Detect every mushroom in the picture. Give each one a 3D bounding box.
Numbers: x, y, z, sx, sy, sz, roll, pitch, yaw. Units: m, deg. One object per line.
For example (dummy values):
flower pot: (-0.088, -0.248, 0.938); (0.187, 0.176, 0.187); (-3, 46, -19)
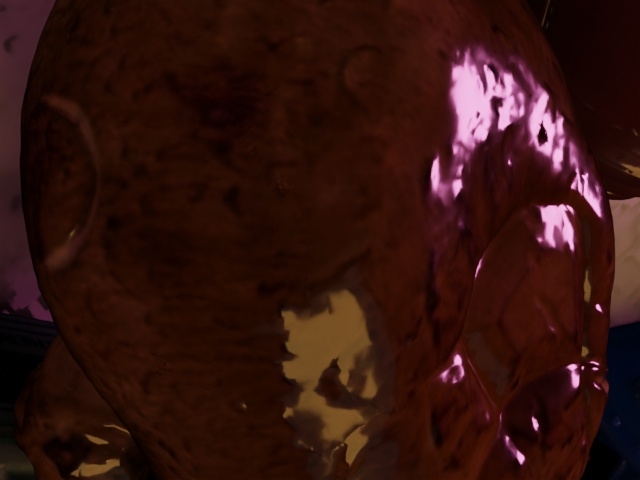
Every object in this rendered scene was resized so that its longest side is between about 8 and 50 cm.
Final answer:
mushroom: (0.012, 0.005, 0.465); (0.194, 0.138, 0.231); (-54, 146, -21)

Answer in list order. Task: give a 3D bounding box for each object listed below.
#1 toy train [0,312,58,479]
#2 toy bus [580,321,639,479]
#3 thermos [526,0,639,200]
toy train: (-0.043, 0.090, 0.607); (0.409, 0.089, 0.086); (15, 114, -50)
toy bus: (0.220, 0.127, 0.851); (0.288, 0.138, 0.175); (-8, 137, -38)
thermos: (0.126, -0.083, 0.533); (0.099, 0.124, 0.232); (-3, 140, -37)
